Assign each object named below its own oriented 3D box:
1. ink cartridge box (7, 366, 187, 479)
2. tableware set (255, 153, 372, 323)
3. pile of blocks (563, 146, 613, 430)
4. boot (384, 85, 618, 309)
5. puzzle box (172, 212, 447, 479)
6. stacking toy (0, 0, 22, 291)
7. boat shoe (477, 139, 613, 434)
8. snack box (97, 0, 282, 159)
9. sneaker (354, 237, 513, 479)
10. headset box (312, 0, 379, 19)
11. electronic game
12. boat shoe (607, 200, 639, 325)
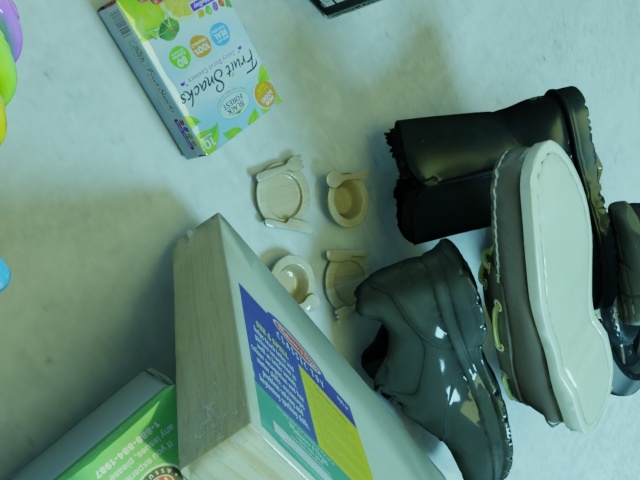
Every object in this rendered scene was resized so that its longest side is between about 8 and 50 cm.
[{"bbox_3d":[-0.102,0.266,0.519,0.211,0.121,0.289,-40,101,-20],"label":"ink cartridge box"},{"bbox_3d":[0.000,0.000,0.743,0.141,0.020,0.168,-6,93,-40],"label":"tableware set"},{"bbox_3d":[0.270,0.043,0.935,0.113,0.149,0.362,4,72,2],"label":"pile of blocks"},{"bbox_3d":[0.185,-0.025,0.804,0.207,0.094,0.246,-14,102,-1],"label":"boot"},{"bbox_3d":[0.029,0.186,0.615,0.052,0.272,0.409,-34,118,7],"label":"puzzle box"},{"bbox_3d":[-0.249,-0.114,0.474,0.175,0.166,0.301,42,48,-42],"label":"stacking toy"},{"bbox_3d":[0.201,0.051,0.725,0.116,0.097,0.324,-47,130,-32],"label":"boat shoe"},{"bbox_3d":[-0.105,-0.154,0.647,0.100,0.037,0.141,-42,115,-32],"label":"snack box"},{"bbox_3d":[0.114,0.138,0.780,0.130,0.109,0.286,-17,110,4],"label":"sneaker"},{"bbox_3d":[0.023,-0.403,0.704,0.246,0.131,0.283,40,64,-33],"label":"headset box"},{"bbox_3d":[0.412,0.101,1.071,0.229,0.048,0.229,11,75,-43],"label":"electronic game"},{"bbox_3d":[0.394,0.010,0.858,0.355,0.130,0.132,-24,106,-70],"label":"boat shoe"}]
